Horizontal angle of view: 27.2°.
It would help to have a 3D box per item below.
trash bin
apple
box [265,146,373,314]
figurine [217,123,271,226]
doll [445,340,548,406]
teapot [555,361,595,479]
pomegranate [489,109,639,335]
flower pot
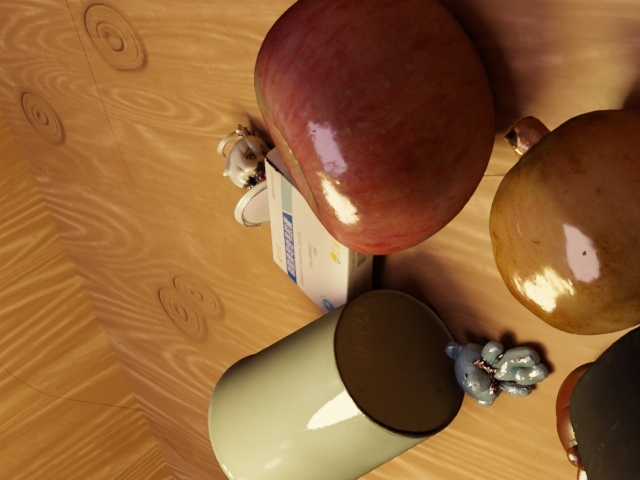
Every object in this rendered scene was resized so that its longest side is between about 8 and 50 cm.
[{"bbox_3d":[0.011,0.267,2.151,0.280,0.280,0.432,56,139,2],"label":"trash bin"},{"bbox_3d":[0.076,-0.165,1.678,0.345,0.269,0.345,59,174,10],"label":"apple"},{"bbox_3d":[0.000,0.000,2.129,0.200,0.065,0.343,46,161,22],"label":"box"},{"bbox_3d":[-0.116,-0.116,2.215,0.154,0.132,0.132,59,157,26],"label":"figurine"},{"bbox_3d":[0.258,0.199,1.953,0.120,0.075,0.180,59,154,-11],"label":"doll"},{"bbox_3d":[0.378,0.241,1.735,0.178,0.135,0.252,35,148,30],"label":"teapot"},{"bbox_3d":[0.300,-0.031,1.460,0.270,0.229,0.252,59,153,9],"label":"pomegranate"},{"bbox_3d":[0.428,0.228,1.454,0.379,0.379,0.251,90,160,-48],"label":"flower pot"}]
